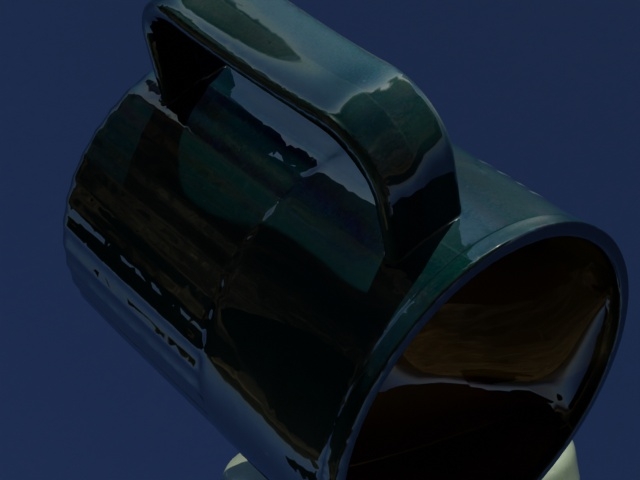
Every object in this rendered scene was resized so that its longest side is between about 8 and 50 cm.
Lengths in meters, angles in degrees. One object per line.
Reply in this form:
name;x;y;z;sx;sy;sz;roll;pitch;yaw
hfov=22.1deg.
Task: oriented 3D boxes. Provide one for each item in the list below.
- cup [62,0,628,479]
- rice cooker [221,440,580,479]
cup;-0.009;0.016;1.013;0.292;0.308;0.242;37;-88;37
rice cooker;0.068;0.256;1.230;0.288;0.288;0.277;-2;-79;18
